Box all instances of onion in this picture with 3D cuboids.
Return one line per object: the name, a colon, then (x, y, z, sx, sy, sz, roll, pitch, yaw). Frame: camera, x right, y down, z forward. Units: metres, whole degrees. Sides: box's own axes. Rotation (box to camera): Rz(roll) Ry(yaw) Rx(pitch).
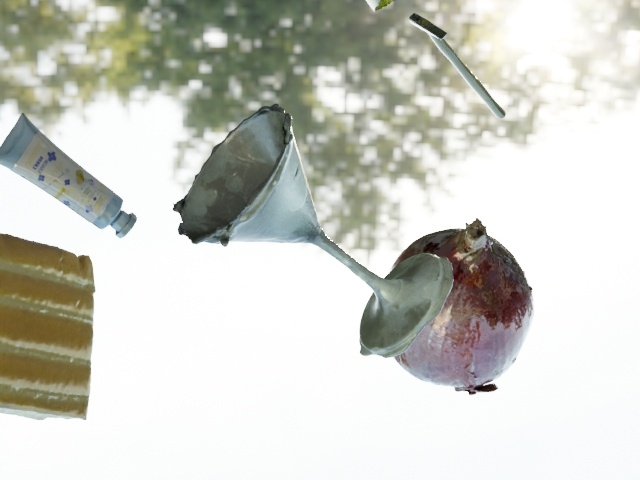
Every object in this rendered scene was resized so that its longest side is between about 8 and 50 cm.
onion: (0.134, 0.049, 1.631, 0.160, 0.195, 0.159, 1, -129, -1)

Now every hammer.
hammer: (0.173, -0.202, 2.013, 0.013, 0.199, 0.062, -49, -136, -2)

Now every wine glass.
wine glass: (0.000, 0.000, 1.211, 0.183, 0.122, 0.122, 38, -172, -28)

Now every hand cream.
hand cream: (-0.273, -0.063, 1.834, 0.043, 0.171, 0.065, -8, -133, 58)

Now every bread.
bread: (-0.417, 0.110, 2.231, 0.111, 0.239, 0.246, -6, 166, 35)

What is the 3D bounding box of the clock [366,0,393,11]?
clock: (0.149, -0.347, 1.765, 0.277, 0.071, 0.293, -36, 180, 5)
